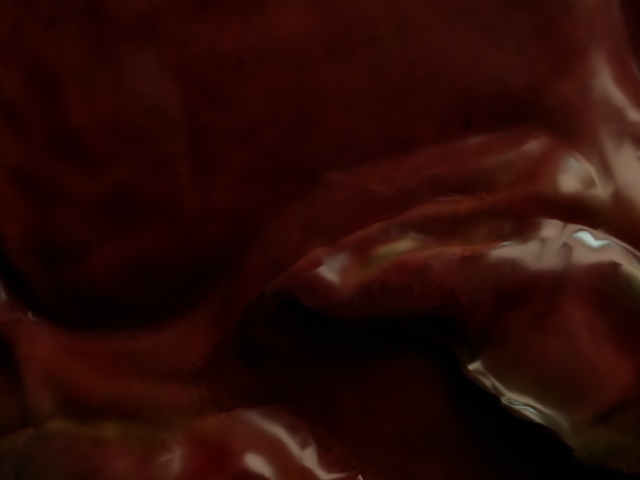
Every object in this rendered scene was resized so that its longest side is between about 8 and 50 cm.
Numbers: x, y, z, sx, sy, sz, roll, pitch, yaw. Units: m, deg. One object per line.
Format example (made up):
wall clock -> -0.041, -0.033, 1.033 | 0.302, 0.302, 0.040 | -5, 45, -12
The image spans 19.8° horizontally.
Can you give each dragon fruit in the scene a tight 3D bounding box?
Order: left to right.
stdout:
dragon fruit -> -0.009, 0.001, 0.493 | 0.228, 0.286, 0.329 | -7, 54, -26
